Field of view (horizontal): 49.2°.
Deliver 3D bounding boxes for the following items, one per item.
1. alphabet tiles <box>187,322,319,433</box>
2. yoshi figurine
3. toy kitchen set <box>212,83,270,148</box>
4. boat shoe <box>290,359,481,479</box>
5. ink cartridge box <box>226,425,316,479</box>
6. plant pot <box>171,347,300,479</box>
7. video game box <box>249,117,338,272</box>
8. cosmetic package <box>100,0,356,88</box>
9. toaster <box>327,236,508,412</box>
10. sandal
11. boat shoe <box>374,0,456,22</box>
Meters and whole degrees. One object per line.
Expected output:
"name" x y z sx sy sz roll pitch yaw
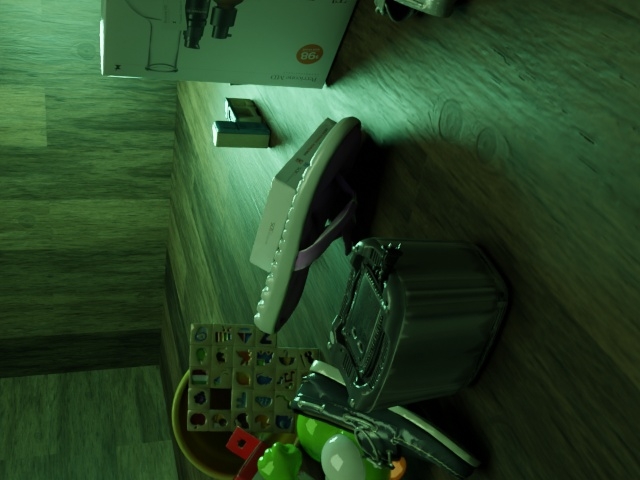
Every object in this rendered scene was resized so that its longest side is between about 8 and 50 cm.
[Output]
"alphabet tiles" -0.122 0.254 1.285 0.009 0.237 0.198 177 95 -87
"yoshi figurine" 0.010 0.359 0.970 0.203 0.203 0.362 38 -108 -71
"toy kitchen set" -0.191 -0.329 1.595 0.207 0.122 0.166 -120 34 -52
"boat shoe" 0.068 0.227 0.839 0.254 0.095 0.079 23 73 34
"ink cartridge box" -0.080 0.433 1.209 0.078 0.231 0.134 -51 -7 -36
"plant pot" -0.159 0.324 1.410 0.239 0.254 0.254 -179 87 -85
"video game box" -0.037 -0.074 1.149 0.187 0.048 0.205 -51 -12 -41
"cosmetic package" -0.141 -0.373 1.080 0.284 0.377 0.097 119 145 -55
"toaster" 0.105 0.083 0.772 0.129 0.146 0.227 -117 31 -48
"sandal" 0.006 -0.008 1.093 0.169 0.102 0.416 -54 -11 -51
"boat shoe" 0.096 -0.313 0.867 0.227 0.079 0.081 -137 53 -59
